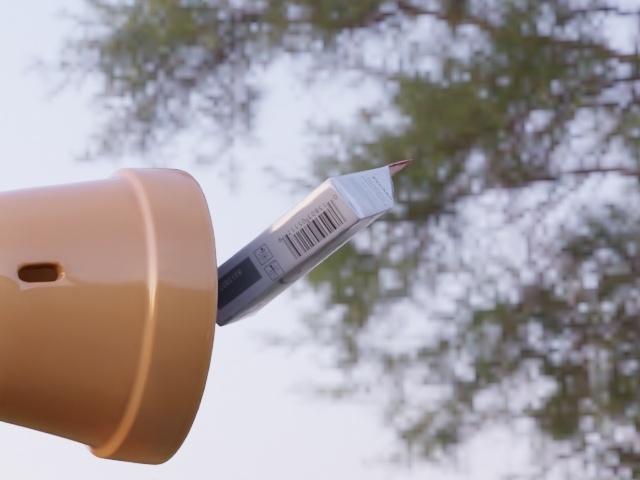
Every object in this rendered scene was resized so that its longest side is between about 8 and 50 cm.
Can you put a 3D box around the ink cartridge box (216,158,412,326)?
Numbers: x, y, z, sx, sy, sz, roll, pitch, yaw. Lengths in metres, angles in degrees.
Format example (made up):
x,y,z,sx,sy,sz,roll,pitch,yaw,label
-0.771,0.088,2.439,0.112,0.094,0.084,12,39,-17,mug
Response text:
x,y,z,sx,sy,sz,roll,pitch,yaw,label
0.000,0.000,1.897,0.189,0.066,0.232,-38,-13,22,ink cartridge box

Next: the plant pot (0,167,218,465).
x,y,z,sx,sy,sz,roll,pitch,yaw,label
-0.243,0.065,1.821,0.204,0.290,0.291,6,-18,-22,plant pot
